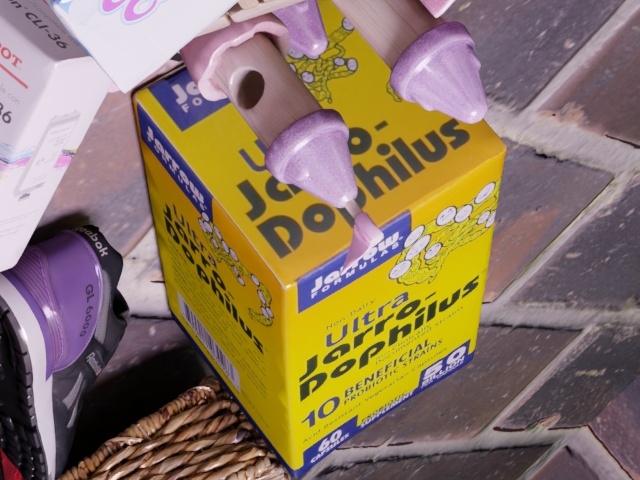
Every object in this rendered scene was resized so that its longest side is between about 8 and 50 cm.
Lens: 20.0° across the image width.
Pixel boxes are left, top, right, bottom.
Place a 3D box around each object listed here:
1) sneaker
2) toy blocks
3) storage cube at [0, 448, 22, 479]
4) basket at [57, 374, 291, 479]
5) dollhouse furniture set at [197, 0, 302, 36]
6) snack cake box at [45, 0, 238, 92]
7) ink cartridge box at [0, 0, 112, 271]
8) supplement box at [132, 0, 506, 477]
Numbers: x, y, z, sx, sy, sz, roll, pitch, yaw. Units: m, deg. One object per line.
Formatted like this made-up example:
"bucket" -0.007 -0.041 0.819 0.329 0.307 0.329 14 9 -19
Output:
"sneaker" -0.198 0.097 1.413 0.124 0.107 0.283 -34 157 -28
"toy blocks" 0.036 -0.171 1.061 0.288 0.260 0.309 -49 155 21
"storage cube" -0.309 0.155 1.182 0.215 0.183 0.193 -12 152 -7
"basket" -0.189 0.236 1.592 0.299 0.223 0.213 -34 142 -8
"dollhouse furniture set" -0.076 -0.209 0.874 0.129 0.183 0.129 -17 161 8
"snack cake box" -0.107 -0.212 0.761 0.152 0.264 0.089 -39 157 -1
"ink cartridge box" -0.183 -0.086 0.975 0.067 0.115 0.198 -22 148 -58
"supplement box" 0.000 0.000 1.405 0.194 0.195 0.356 -33 156 -15
